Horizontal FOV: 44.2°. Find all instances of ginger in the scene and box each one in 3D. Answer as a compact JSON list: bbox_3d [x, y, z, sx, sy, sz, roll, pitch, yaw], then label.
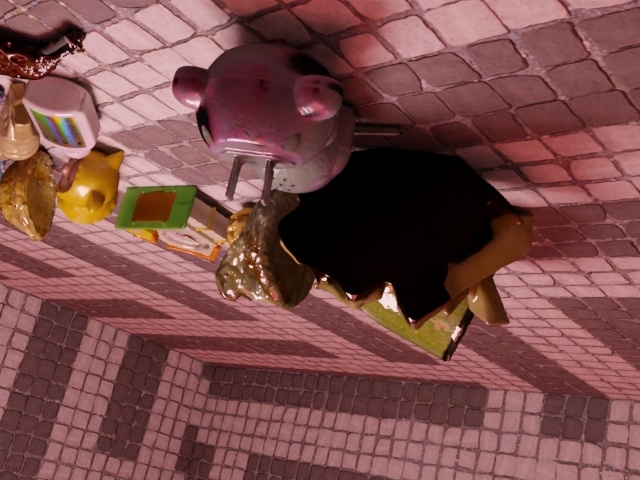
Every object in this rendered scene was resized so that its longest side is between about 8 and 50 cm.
[{"bbox_3d":[0.133,0.030,1.346,0.414,0.358,0.211,13,142,17],"label":"ginger"}]

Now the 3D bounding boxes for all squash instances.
[{"bbox_3d":[0.189,0.045,1.592,0.309,0.310,0.310,28,164,12],"label":"squash"}]

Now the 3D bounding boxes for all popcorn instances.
[{"bbox_3d":[-0.127,0.007,1.834,0.164,0.140,0.194,14,164,16],"label":"popcorn"}]

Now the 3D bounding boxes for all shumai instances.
[{"bbox_3d":[-0.124,0.005,1.658,0.204,0.271,0.222,13,-177,33],"label":"shumai"}]

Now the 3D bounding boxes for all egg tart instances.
[{"bbox_3d":[-0.655,-0.103,1.760,0.090,0.212,0.212,0,160,4],"label":"egg tart"}]

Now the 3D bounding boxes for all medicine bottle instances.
[{"bbox_3d":[-0.482,-0.226,1.493,0.115,0.078,0.219,11,162,-3],"label":"medicine bottle"}]

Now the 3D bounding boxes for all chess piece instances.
[{"bbox_3d":[-0.592,-0.231,1.542,0.090,0.090,0.200,19,159,-16],"label":"chess piece"}]

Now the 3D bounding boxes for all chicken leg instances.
[{"bbox_3d":[-0.486,-0.312,1.302,0.254,0.051,0.106,3,153,21],"label":"chicken leg"}]

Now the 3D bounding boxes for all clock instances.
[{"bbox_3d":[-0.321,-0.030,1.905,0.220,0.106,0.255,1,158,33],"label":"clock"}]

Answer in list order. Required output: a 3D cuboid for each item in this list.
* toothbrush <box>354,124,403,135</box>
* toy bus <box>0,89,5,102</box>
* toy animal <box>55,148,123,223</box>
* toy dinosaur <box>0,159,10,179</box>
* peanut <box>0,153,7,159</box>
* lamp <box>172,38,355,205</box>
[{"bbox_3d":[-0.002,-0.191,1.346,0.295,0.026,0.028,7,145,19],"label":"toothbrush"},{"bbox_3d":[-0.679,-0.258,1.540,0.073,0.076,0.167,24,159,-31],"label":"toy bus"},{"bbox_3d":[-0.508,-0.114,1.730,0.156,0.156,0.230,21,161,-20],"label":"toy animal"},{"bbox_3d":[-0.793,-0.187,1.827,0.329,0.076,0.144,6,145,17],"label":"toy dinosaur"},{"bbox_3d":[-0.735,-0.229,1.653,0.214,0.099,0.099,13,162,-19],"label":"peanut"},{"bbox_3d":[-0.071,-0.157,1.173,0.247,0.247,0.301,11,169,15],"label":"lamp"}]
